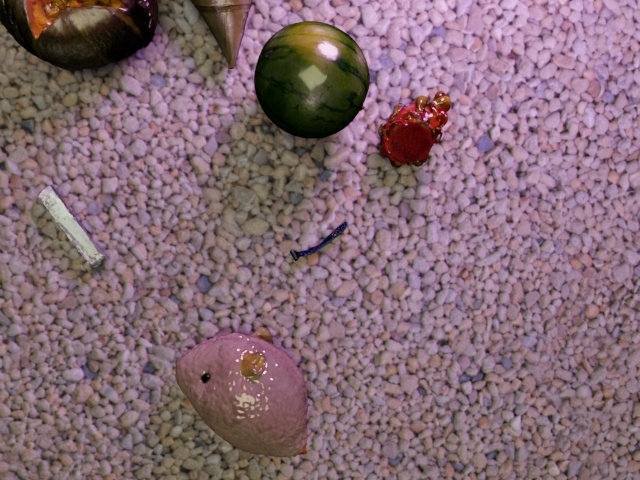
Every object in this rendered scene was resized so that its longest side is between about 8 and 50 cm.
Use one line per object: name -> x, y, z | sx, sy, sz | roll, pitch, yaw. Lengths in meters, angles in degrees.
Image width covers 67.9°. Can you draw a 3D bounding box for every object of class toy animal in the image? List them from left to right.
toy animal -> -0.149, 0.347, 1.075 | 0.358, 0.188, 0.226 | 43, 94, -8

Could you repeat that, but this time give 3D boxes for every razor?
razor -> 0.001, 0.004, 1.141 | 0.155, 0.044, 0.028 | -32, 127, -5

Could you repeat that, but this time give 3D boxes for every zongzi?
zongzi -> -0.270, -0.535, 1.022 | 0.251, 0.125, 0.274 | 14, 99, -8

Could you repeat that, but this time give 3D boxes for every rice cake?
rice cake -> -0.562, -0.031, 1.078 | 0.043, 0.034, 0.210 | -35, 97, -10

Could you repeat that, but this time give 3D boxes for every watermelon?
watermelon -> -0.018, -0.334, 1.004 | 0.243, 0.242, 0.242 | 0, 95, -6

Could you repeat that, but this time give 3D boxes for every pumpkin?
pumpkin -> -0.492, -0.507, 0.964 | 0.321, 0.192, 0.319 | -1, 97, -5

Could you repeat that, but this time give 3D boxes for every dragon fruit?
dragon fruit -> 0.224, -0.264, 1.093 | 0.207, 0.150, 0.133 | -49, 127, -6
